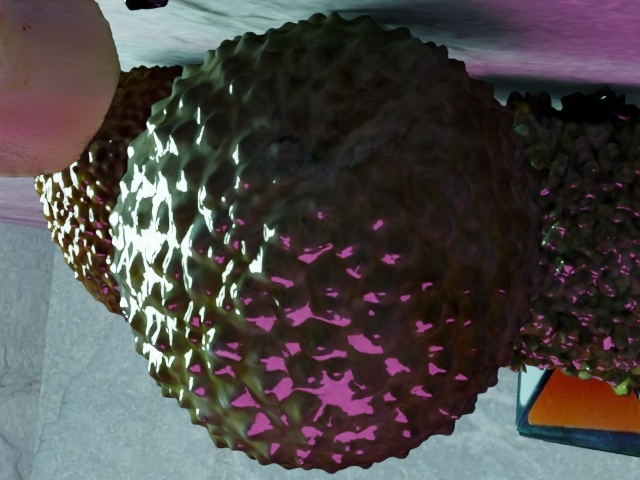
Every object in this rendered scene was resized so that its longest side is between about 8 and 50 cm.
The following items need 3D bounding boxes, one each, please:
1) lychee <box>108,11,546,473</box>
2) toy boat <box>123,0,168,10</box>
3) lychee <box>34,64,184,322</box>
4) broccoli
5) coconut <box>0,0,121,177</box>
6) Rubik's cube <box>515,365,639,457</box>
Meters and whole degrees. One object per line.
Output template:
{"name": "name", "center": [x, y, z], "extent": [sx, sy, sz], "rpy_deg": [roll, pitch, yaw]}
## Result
{"name": "lychee", "center": [0.000, 0.000, 1.012], "extent": [0.255, 0.255, 0.274], "rpy_deg": [5, 168, 6]}
{"name": "toy boat", "center": [-0.121, -0.124, 0.516], "extent": [0.295, 0.088, 0.129], "rpy_deg": [8, 176, -42]}
{"name": "lychee", "center": [-0.103, -0.037, 1.258], "extent": [0.194, 0.194, 0.194], "rpy_deg": [5, 176, 0]}
{"name": "broccoli", "center": [0.149, 0.017, 1.253], "extent": [0.242, 0.180, 0.273], "rpy_deg": [27, 158, -19]}
{"name": "coconut", "center": [-0.179, -0.090, 0.938], "extent": [0.116, 0.116, 0.122], "rpy_deg": [2, 175, 42]}
{"name": "Rubik's cube", "center": [0.318, 0.054, 1.455], "extent": [0.246, 0.248, 0.250], "rpy_deg": [8, 175, -22]}
